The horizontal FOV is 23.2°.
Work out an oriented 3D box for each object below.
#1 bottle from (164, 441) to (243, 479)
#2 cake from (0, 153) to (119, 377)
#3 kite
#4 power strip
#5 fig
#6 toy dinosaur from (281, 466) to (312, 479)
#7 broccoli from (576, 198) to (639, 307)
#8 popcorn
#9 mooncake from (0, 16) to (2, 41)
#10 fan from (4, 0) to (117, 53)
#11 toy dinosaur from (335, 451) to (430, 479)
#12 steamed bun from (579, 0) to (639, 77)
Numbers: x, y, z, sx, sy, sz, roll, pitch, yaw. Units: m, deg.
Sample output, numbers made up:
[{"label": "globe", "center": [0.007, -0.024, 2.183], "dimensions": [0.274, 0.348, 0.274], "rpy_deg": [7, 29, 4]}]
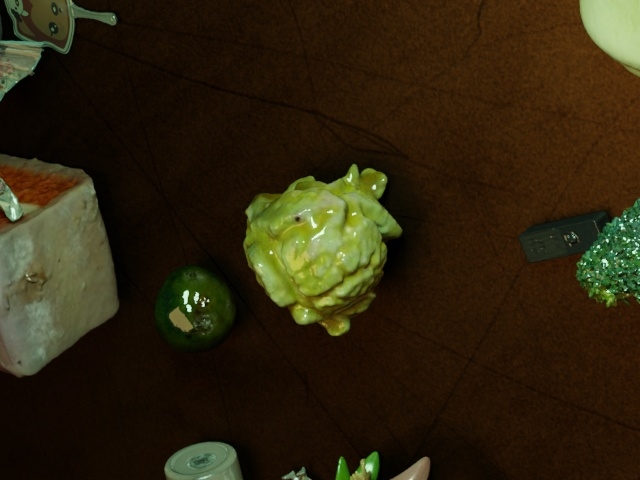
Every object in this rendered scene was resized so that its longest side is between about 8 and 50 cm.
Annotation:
[{"label": "bottle", "center": [-0.149, 0.415, 2.262], "dimensions": [0.110, 0.110, 0.233], "rpy_deg": [5, 118, 39]}, {"label": "cake", "center": [-0.463, 0.026, 2.213], "dimensions": [0.309, 0.237, 0.230], "rpy_deg": [15, 123, 36]}, {"label": "kite", "center": [-0.491, -0.155, 2.071], "dimensions": [0.335, 0.011, 0.314], "rpy_deg": [-43, 82, 8]}, {"label": "power strip", "center": [0.269, -0.003, 1.705], "dimensions": [0.111, 0.029, 0.038], "rpy_deg": [-15, 104, 45]}, {"label": "fig", "center": [-0.183, 0.108, 2.122], "dimensions": [0.117, 0.117, 0.177], "rpy_deg": [53, 147, 3]}, {"label": "toy dinosaur", "center": [-0.006, 0.366, 2.165], "dimensions": [0.220, 0.032, 0.108], "rpy_deg": [-21, 97, 44]}, {"label": "broccoli", "center": [0.370, 0.046, 1.571], "dimensions": [0.220, 0.194, 0.194], "rpy_deg": [1, 117, 15]}, {"label": "popcorn", "center": [0.001, 0.001, 1.847], "dimensions": [0.167, 0.187, 0.185], "rpy_deg": [29, 132, -24]}, {"label": "mooncake", "center": [-0.563, -0.315, 2.179], "dimensions": [0.245, 0.133, 0.245], "rpy_deg": [27, 132, 35]}, {"label": "fan", "center": [-0.348, -0.309, 2.078], "dimensions": [0.220, 0.009, 0.132], "rpy_deg": [14, 125, 36]}, {"label": "toy dinosaur", "center": [0.064, 0.332, 1.977], "dimensions": [0.152, 0.194, 0.177], "rpy_deg": [63, 154, 16]}, {"label": "steamed bun", "center": [0.349, -0.248, 1.391], "dimensions": [0.273, 0.166, 0.232], "rpy_deg": [29, 132, 25]}]
